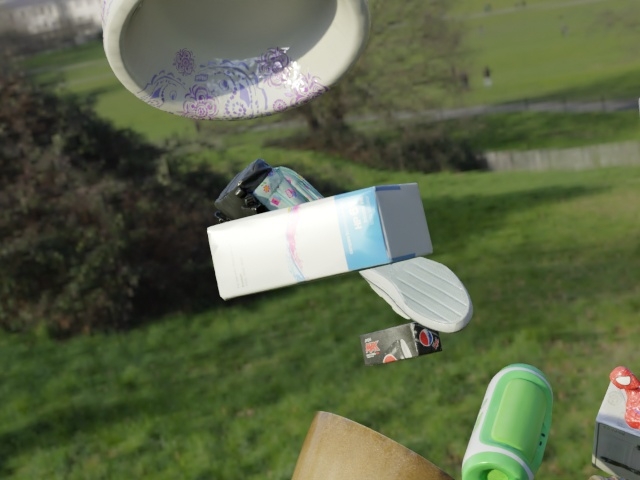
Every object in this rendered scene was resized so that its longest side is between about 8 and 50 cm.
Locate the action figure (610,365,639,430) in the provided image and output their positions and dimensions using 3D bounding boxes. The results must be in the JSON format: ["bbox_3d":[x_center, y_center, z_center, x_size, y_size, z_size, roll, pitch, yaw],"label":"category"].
[{"bbox_3d":[0.490,0.235,1.506,0.280,0.139,0.091,38,56,19],"label":"action figure"}]

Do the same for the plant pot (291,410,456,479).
[{"bbox_3d":[0.039,0.397,1.599,0.237,0.237,0.254,9,65,51],"label":"plant pot"}]

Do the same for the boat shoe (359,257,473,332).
[{"bbox_3d":[0.132,0.067,1.632,0.083,0.076,0.226,-39,44,-10],"label":"boat shoe"}]

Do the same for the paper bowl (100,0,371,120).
[{"bbox_3d":[-0.095,-0.268,1.299,0.284,0.148,0.284,-7,-29,-4],"label":"paper bowl"}]

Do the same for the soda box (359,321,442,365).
[{"bbox_3d":[0.135,0.176,2.054,0.053,0.060,0.169,-7,-8,-31],"label":"soda box"}]

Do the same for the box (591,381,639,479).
[{"bbox_3d":[0.560,0.342,2.065,0.169,0.290,0.087,18,69,20],"label":"box"}]

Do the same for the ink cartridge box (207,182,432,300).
[{"bbox_3d":[0.000,0.000,0.792,0.122,0.052,0.088,-14,-2,23],"label":"ink cartridge box"}]

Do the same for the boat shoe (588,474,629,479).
[{"bbox_3d":[0.373,0.386,1.582,0.060,0.178,0.064,1,27,-13],"label":"boat shoe"}]

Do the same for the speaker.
[{"bbox_3d":[0.342,0.350,2.176,0.131,0.131,0.296,-4,28,23],"label":"speaker"}]

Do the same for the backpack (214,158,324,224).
[{"bbox_3d":[-0.056,-0.036,1.814,0.115,0.182,0.152,-53,10,-17],"label":"backpack"}]

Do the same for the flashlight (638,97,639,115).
[{"bbox_3d":[0.432,-0.045,1.449,0.103,0.304,0.103,9,-25,-21],"label":"flashlight"}]
